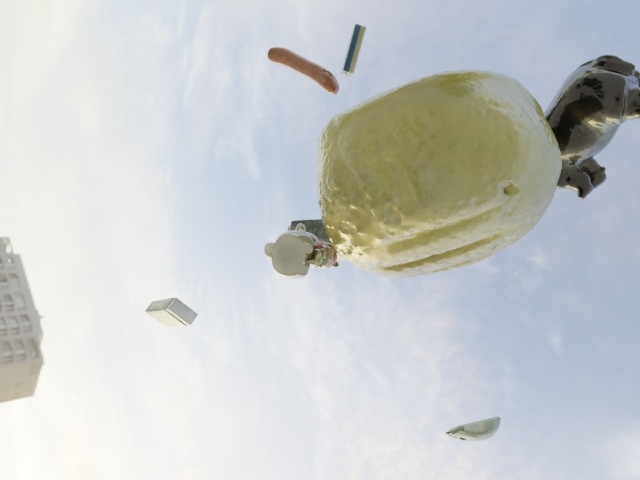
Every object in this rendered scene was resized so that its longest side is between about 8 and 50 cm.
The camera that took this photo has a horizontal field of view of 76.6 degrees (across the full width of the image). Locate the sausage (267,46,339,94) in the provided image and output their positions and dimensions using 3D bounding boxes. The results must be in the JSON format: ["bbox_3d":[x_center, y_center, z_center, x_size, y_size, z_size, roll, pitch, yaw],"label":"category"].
[{"bbox_3d":[-0.036,-0.381,0.899,0.186,0.043,0.043,32,-68,11],"label":"sausage"}]

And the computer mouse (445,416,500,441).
[{"bbox_3d":[0.273,0.341,0.719,0.056,0.110,0.032,111,-30,-54],"label":"computer mouse"}]

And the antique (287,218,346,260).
[{"bbox_3d":[0.000,0.000,1.071,0.183,0.086,0.088,-3,-121,18],"label":"antique"}]

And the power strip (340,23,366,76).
[{"bbox_3d":[0.085,-0.496,1.065,0.056,0.032,0.123,-111,-143,-77],"label":"power strip"}]

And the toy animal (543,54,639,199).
[{"bbox_3d":[0.379,-0.135,0.678,0.168,0.106,0.343,56,-36,10],"label":"toy animal"}]

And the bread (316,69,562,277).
[{"bbox_3d":[0.155,-0.077,0.571,0.320,0.320,0.237,-24,-104,39],"label":"bread"}]

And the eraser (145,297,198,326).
[{"bbox_3d":[-0.467,0.225,1.261,0.212,0.092,0.046,-15,-143,49],"label":"eraser"}]

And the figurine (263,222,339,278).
[{"bbox_3d":[-0.022,0.027,0.651,0.098,0.146,0.081,35,-80,12],"label":"figurine"}]
